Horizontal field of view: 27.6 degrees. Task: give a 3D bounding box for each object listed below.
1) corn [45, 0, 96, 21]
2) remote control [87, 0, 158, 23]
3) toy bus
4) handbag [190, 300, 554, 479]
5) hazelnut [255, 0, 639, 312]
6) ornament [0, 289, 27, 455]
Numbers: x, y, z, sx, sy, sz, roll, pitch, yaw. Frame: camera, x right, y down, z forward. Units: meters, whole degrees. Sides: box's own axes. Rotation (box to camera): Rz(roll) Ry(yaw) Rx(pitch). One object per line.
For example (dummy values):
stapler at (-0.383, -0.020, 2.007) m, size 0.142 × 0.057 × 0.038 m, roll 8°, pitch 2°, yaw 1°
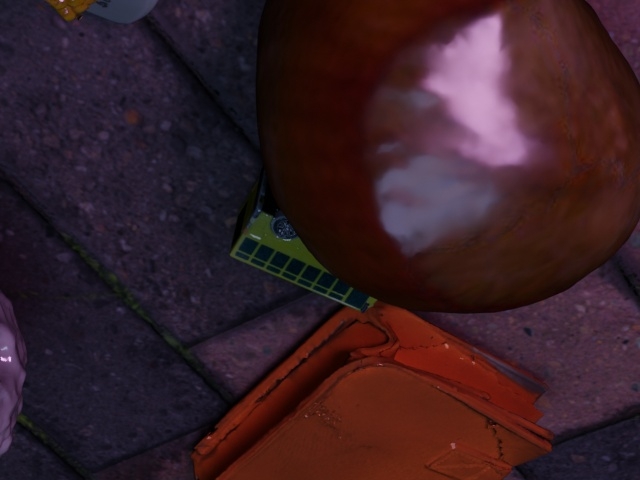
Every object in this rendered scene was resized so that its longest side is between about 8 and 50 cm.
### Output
corn at (-0.143, -0.318, 1.025) m, size 0.115 × 0.115 × 0.318 m, roll 34°, pitch 96°, yaw -24°
remote control at (-0.278, -0.271, 1.134) m, size 0.296 × 0.056 × 0.140 m, roll 21°, pitch 165°, yaw -16°
toy bus at (0.000, 0.000, 1.367) m, size 0.175 × 0.088 × 0.101 m, roll 24°, pitch 129°, yaw -14°
handbag at (0.047, 0.261, 1.578) m, size 0.303 × 0.116 × 0.410 m, roll 28°, pitch 127°, yaw -23°
hazelnut at (0.100, -0.100, 1.119) m, size 0.365 × 0.366 × 0.366 m, roll 2°, pitch 131°, yaw 2°
ornament at (-0.477, 0.133, 1.348) m, size 0.337 × 0.337 × 0.337 m, roll 2°, pitch 131°, yaw 2°
